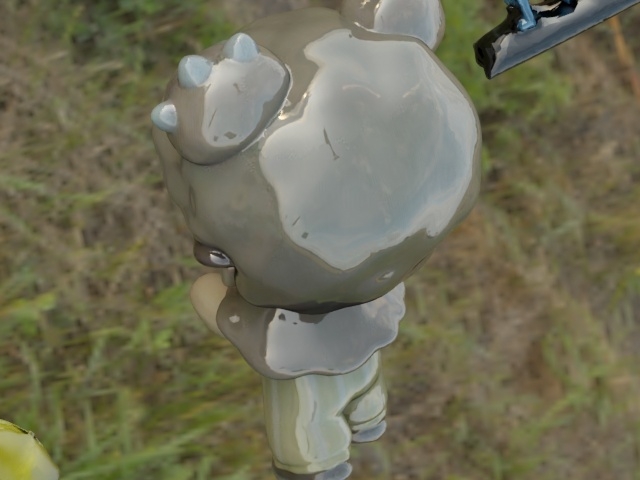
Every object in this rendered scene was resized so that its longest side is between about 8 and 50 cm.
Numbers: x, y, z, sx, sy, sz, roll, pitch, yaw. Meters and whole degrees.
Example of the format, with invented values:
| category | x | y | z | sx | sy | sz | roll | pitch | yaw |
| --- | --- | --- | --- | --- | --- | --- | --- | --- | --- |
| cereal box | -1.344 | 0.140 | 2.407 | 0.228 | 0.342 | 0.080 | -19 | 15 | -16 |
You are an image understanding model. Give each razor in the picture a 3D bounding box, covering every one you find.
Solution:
| category | x | y | z | sx | sy | sz | roll | pitch | yaw |
| --- | --- | --- | --- | --- | --- | --- | --- | --- | --- |
| razor | 0.051 | -0.194 | 0.744 | 0.042 | 0.082 | 0.253 | -105 | 169 | -82 |

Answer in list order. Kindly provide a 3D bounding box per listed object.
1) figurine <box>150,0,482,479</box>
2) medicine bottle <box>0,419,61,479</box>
| category | x | y | z | sx | sy | sz | roll | pitch | yaw |
| --- | --- | --- | --- | --- | --- | --- | --- | --- | --- |
| figurine | 0.000 | 0.001 | 1.309 | 0.248 | 0.203 | 0.380 | -25 | 131 | -31 |
| medicine bottle | -0.306 | 0.193 | 1.510 | 0.124 | 0.239 | 0.124 | -4 | 96 | -39 |
